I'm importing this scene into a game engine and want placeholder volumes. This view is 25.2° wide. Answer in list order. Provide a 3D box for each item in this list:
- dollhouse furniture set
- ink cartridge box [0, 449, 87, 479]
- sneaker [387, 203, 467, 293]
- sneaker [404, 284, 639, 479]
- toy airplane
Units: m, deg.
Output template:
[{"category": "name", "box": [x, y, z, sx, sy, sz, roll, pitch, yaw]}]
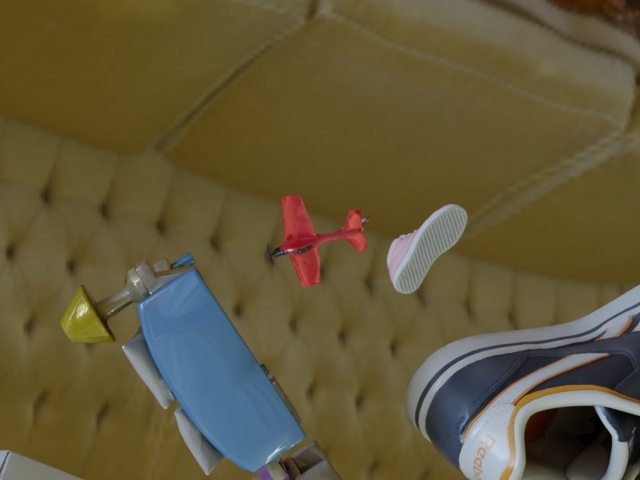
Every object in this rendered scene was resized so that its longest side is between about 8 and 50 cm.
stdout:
[{"category": "dollhouse furniture set", "box": [-0.118, 0.156, 1.072, 0.198, 0.303, 0.286, -33, -169, -4]}, {"category": "ink cartridge box", "box": [-0.373, 0.323, 1.753, 0.154, 0.093, 0.212, 27, 160, -29]}, {"category": "sneaker", "box": [0.129, -0.002, 1.812, 0.051, 0.070, 0.134, 28, 107, -24]}, {"category": "sneaker", "box": [0.230, 0.119, 1.079, 0.321, 0.127, 0.126, -15, 129, -24]}, {"category": "toy airplane", "box": [0.000, 0.000, 1.888, 0.151, 0.028, 0.151, -10, 123, -15]}]
